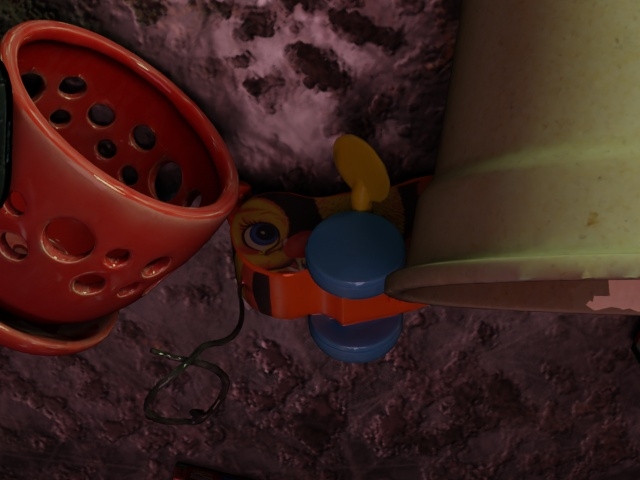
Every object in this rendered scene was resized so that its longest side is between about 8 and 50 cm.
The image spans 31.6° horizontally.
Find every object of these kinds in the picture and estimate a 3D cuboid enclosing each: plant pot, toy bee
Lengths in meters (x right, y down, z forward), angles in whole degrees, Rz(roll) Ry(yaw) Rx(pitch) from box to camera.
[{"bbox_3d":[0.206,-0.114,0.665,0.334,0.334,0.305,1,84,0],"label":"plant pot"},{"bbox_3d":[-0.181,-0.030,0.787,0.191,0.191,0.174,39,115,-15],"label":"plant pot"},{"bbox_3d":[0.000,0.000,0.826,0.298,0.162,0.195,-4,135,-31],"label":"toy bee"}]

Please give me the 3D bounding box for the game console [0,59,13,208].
[{"bbox_3d":[-0.336,-0.085,0.749,0.361,0.044,0.213,15,118,29],"label":"game console"}]

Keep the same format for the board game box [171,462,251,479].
[{"bbox_3d":[-0.009,0.295,1.012,0.281,0.027,0.145,14,114,-6],"label":"board game box"}]

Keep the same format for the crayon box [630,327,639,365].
[{"bbox_3d":[0.457,-0.004,0.833,0.313,0.106,0.362,17,112,-8],"label":"crayon box"}]
